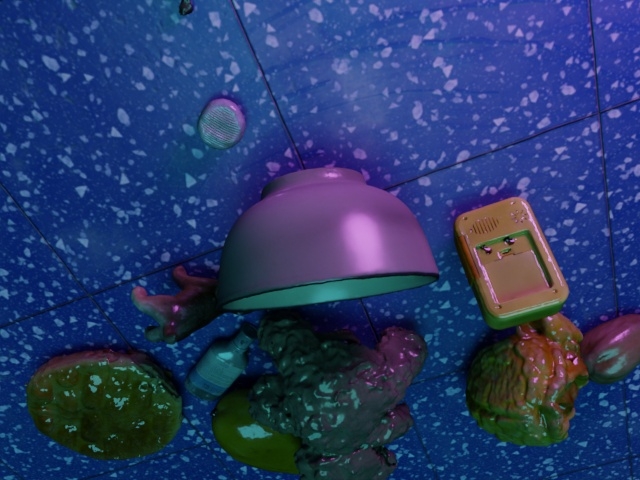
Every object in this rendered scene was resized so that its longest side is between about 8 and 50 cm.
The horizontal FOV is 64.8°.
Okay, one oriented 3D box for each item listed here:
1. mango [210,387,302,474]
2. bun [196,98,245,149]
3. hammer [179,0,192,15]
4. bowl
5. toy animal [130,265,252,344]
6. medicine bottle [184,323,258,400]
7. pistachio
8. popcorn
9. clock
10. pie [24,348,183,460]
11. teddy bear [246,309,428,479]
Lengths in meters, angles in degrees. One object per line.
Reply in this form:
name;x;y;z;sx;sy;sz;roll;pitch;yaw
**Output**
mango;-0.100;0.442;1.142;0.331;0.142;0.195;38;118;-23
bun;-0.158;-0.187;0.811;0.083;0.045;0.084;-2;119;-3
hammer;-0.318;-0.398;0.688;0.296;0.027;0.125;8;121;-6
bowl;0.000;0.000;0.811;0.353;0.354;0.185;-9;78;3
toy animal;-0.221;0.108;0.922;0.168;0.233;0.121;12;117;38
medicine bottle;-0.206;0.260;1.076;0.090;0.054;0.209;32;113;-18
pistachio;0.621;0.228;1.062;0.185;0.108;0.126;-45;137;14
popcorn;0.424;0.297;1.025;0.173;0.225;0.286;27;118;-21
clock;0.323;0.040;0.874;0.143;0.203;0.096;-19;155;12
pie;-0.470;0.368;1.119;0.338;0.083;0.340;-2;120;-4
teddy bear;0.025;0.349;1.020;0.356;0.224;0.368;7;112;-8
